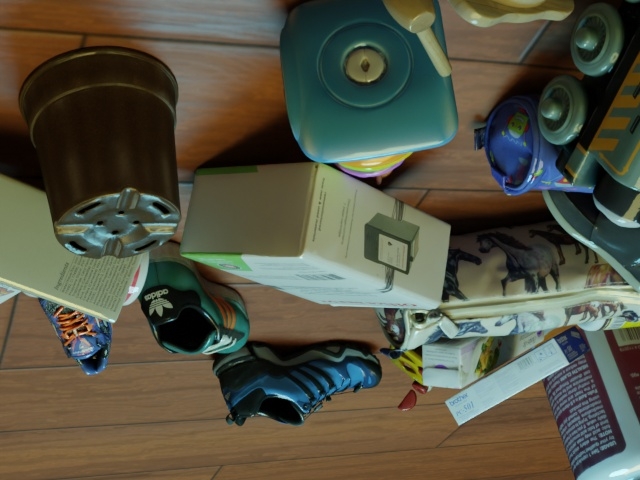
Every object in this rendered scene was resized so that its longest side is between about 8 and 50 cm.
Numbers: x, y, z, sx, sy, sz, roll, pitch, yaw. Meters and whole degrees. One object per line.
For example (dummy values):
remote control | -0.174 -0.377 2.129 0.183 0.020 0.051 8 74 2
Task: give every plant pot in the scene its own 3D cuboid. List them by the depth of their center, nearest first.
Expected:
plant pot | -0.215 -0.081 1.126 0.167 0.165 0.167 -11 150 -6

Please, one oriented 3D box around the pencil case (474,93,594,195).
pencil case | 0.347 -0.109 1.366 0.306 0.119 0.133 1 129 -24

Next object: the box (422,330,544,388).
box | 0.258 0.158 1.709 0.067 0.063 0.324 4 -170 32

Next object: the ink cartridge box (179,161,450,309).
ink cartridge box | 0.000 0.000 1.342 0.198 0.114 0.273 0 165 40

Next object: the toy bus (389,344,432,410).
toy bus | 0.161 0.170 1.790 0.202 0.104 0.191 -59 167 27

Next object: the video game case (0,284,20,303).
video game case | -0.470 0.056 1.405 0.143 0.019 0.157 -29 148 25

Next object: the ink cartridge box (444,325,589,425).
ink cartridge box | 0.294 0.202 1.653 0.207 0.046 0.097 -36 168 30

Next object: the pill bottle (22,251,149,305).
pill bottle | -0.307 0.018 1.318 0.180 0.108 0.108 9 144 -34

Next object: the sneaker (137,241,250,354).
sneaker | -0.176 0.116 1.534 0.108 0.121 0.302 -20 151 11

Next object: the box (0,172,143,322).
box | -0.333 -0.009 1.178 0.275 0.113 0.094 26 172 -31

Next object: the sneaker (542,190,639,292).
sneaker | 0.407 -0.036 1.470 0.118 0.222 0.083 -49 180 44

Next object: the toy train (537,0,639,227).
toy train | 0.350 -0.173 1.132 0.142 0.190 0.333 4 127 -27

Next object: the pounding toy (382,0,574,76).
pounding toy | 0.130 -0.256 1.007 0.270 0.154 0.155 -14 158 -42

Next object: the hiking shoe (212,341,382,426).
hiking shoe | -0.031 0.247 1.814 0.304 0.132 0.113 2 147 -27

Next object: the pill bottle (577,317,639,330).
pill bottle | 0.511 0.079 1.770 0.215 0.117 0.117 -4 150 -17

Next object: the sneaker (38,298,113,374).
sneaker | -0.324 0.113 1.500 0.083 0.087 0.221 -15 151 1

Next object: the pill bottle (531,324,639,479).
pill bottle | 0.526 0.317 1.911 0.224 0.392 0.224 -10 151 -6

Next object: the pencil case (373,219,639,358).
pencil case | 0.275 0.063 1.571 0.411 0.183 0.159 -6 123 -13

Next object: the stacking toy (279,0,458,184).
stacking toy | 0.054 -0.132 1.203 0.166 0.175 0.302 -8 165 3
